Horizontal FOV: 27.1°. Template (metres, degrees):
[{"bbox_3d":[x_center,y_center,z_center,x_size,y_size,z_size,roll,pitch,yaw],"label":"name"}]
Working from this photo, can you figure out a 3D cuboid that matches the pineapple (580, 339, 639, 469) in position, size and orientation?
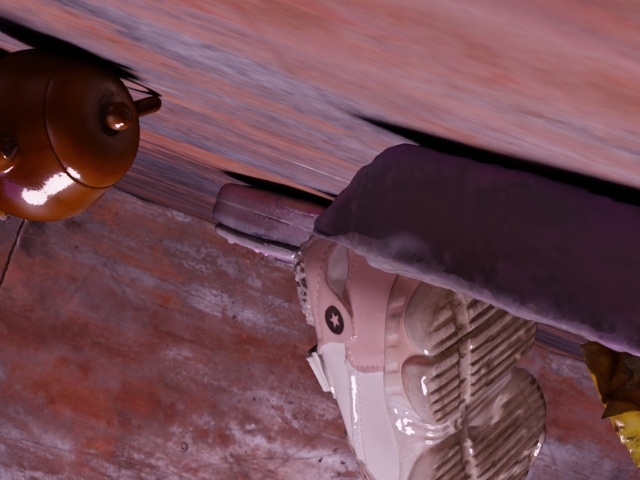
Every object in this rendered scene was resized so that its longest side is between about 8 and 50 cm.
[{"bbox_3d":[0.232,0.061,0.765,0.250,0.140,0.164,44,-158,-45],"label":"pineapple"}]

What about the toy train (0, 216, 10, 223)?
[{"bbox_3d":[-0.378,-0.107,1.343,0.177,0.134,0.261,29,176,-1],"label":"toy train"}]

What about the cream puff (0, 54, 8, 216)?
[{"bbox_3d":[-0.270,-0.090,1.011,0.165,0.115,0.150,31,178,45],"label":"cream puff"}]

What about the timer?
[{"bbox_3d":[0.000,0.000,1.325,0.191,0.069,0.208,19,177,-34],"label":"timer"}]

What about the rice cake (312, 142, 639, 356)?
[{"bbox_3d":[0.175,0.028,0.584,0.399,0.070,0.064,19,178,34],"label":"rice cake"}]

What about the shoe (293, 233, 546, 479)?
[{"bbox_3d":[0.086,0.122,1.203,0.172,0.351,0.198,-26,-137,-32],"label":"shoe"}]

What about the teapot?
[{"bbox_3d":[-0.159,-0.071,0.837,0.116,0.116,0.173,19,-156,23],"label":"teapot"}]
